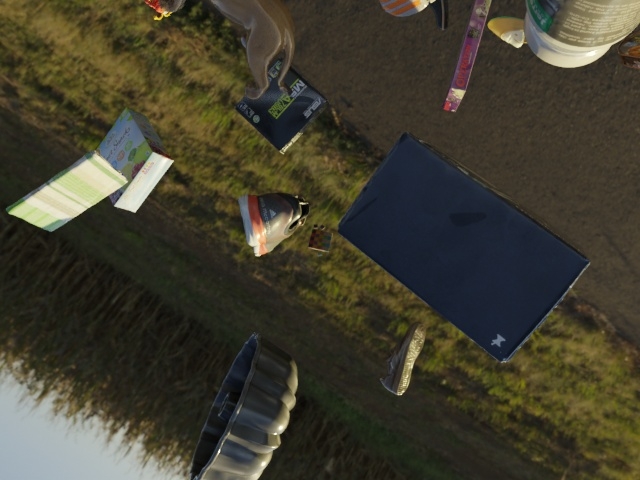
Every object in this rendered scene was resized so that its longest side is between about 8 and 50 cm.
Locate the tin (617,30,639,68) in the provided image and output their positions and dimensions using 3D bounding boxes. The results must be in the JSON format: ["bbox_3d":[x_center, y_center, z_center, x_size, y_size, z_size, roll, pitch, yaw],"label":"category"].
[{"bbox_3d":[0.692,-0.387,1.154,0.040,0.106,0.189,49,-175,-28],"label":"tin"}]

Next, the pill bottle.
[{"bbox_3d":[0.454,-0.439,0.925,0.204,0.204,0.361,27,175,12],"label":"pill bottle"}]

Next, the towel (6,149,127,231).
[{"bbox_3d":[-0.385,-0.075,0.874,0.023,0.152,0.113,55,177,17],"label":"towel"}]

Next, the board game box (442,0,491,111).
[{"bbox_3d":[0.424,-0.562,1.625,0.056,0.346,0.208,16,178,2],"label":"board game box"}]

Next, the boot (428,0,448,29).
[{"bbox_3d":[0.292,-0.695,1.635,0.137,0.077,0.197,-7,114,17],"label":"boot"}]

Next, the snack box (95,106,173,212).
[{"bbox_3d":[-0.474,-0.203,1.425,0.070,0.174,0.207,22,-156,-50],"label":"snack box"}]

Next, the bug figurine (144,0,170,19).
[{"bbox_3d":[-0.409,-0.717,1.587,0.216,0.279,0.072,43,146,18],"label":"bug figurine"}]

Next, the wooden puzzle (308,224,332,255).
[{"bbox_3d":[0.000,0.000,1.343,0.049,0.083,0.006,13,152,1],"label":"wooden puzzle"}]

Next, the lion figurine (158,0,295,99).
[{"bbox_3d":[-0.148,-0.421,0.982,0.392,0.142,0.240,37,154,-21],"label":"lion figurine"}]

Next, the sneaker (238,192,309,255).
[{"bbox_3d":[-0.041,-0.019,0.571,0.158,0.065,0.061,-152,49,-86],"label":"sneaker"}]

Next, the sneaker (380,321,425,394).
[{"bbox_3d":[0.197,0.282,1.412,0.071,0.188,0.066,21,-178,41],"label":"sneaker"}]

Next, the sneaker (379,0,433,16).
[{"bbox_3d":[0.255,-0.578,1.106,0.321,0.180,0.125,-11,152,27],"label":"sneaker"}]

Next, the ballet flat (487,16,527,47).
[{"bbox_3d":[0.583,-0.571,1.593,0.233,0.073,0.080,7,171,3],"label":"ballet flat"}]

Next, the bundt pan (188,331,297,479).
[{"bbox_3d":[-0.150,0.368,1.205,0.124,0.330,0.331,27,160,-11],"label":"bundt pan"}]

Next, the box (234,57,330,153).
[{"bbox_3d":[-0.104,-0.364,1.545,0.184,0.190,0.045,46,-174,11],"label":"box"}]

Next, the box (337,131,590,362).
[{"bbox_3d":[0.371,0.001,1.430,0.480,0.297,0.472,39,-162,16],"label":"box"}]
